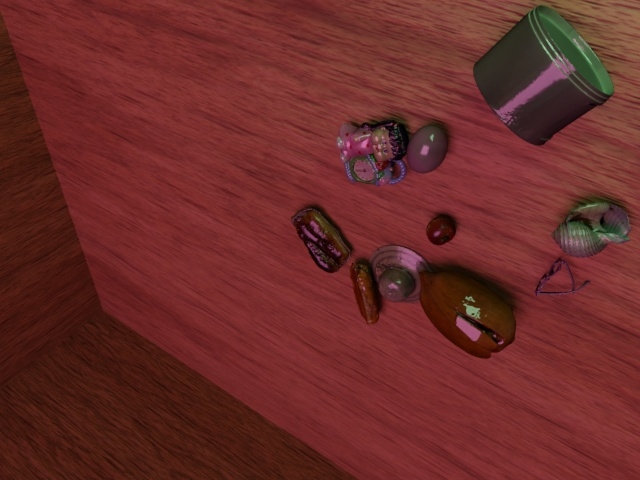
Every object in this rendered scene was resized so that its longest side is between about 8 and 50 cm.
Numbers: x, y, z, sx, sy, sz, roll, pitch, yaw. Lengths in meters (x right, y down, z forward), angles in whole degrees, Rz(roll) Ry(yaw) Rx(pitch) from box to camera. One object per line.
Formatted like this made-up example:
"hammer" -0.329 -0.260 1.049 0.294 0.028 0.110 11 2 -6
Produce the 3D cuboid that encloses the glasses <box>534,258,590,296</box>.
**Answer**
"glasses" 0.665 0.120 1.157 0.103 0.062 0.140 29 136 12

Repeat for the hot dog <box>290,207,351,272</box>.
"hot dog" 0.000 0.000 1.533 0.162 0.082 0.271 -28 103 44

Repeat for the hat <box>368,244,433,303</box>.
"hat" 0.254 0.148 1.443 0.251 0.110 0.252 19 131 23

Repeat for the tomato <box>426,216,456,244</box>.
"tomato" 0.352 -0.031 1.254 0.087 0.087 0.075 115 146 -45

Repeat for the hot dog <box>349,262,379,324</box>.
"hot dog" 0.164 0.196 1.552 0.072 0.115 0.269 -17 124 -3

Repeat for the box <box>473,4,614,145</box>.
"box" 0.442 -0.325 0.850 0.226 0.226 0.149 46 137 -4

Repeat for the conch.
"conch" 0.644 -0.029 1.028 0.153 0.102 0.135 -12 107 5

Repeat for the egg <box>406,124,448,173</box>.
"egg" 0.281 -0.239 1.124 0.103 0.103 0.135 28 140 15

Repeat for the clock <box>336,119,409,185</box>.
"clock" 0.161 -0.247 1.213 0.195 0.100 0.194 5 129 37

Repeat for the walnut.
"walnut" 0.433 0.208 1.305 0.336 0.208 0.209 43 138 18
